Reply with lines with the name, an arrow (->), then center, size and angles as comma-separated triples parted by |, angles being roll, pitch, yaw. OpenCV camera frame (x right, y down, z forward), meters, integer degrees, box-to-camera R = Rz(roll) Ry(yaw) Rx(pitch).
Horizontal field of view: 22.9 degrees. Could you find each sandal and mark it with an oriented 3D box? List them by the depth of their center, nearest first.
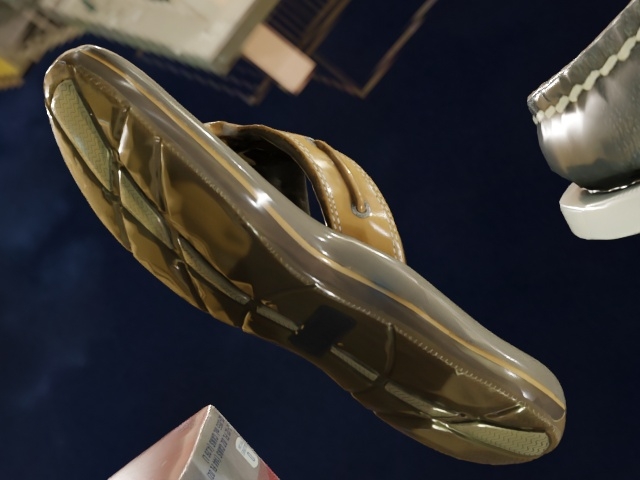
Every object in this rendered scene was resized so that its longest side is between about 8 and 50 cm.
sandal -> 0.000, 0.000, 0.554 | 0.060, 0.219, 0.090 | -61, -172, -28

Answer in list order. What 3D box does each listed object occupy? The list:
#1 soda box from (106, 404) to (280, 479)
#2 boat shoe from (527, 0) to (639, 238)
soda box -> -0.060, 0.161, 0.521 | 0.083, 0.092, 0.263 | -37, -170, 17
boat shoe -> 0.125, -0.094, 0.285 | 0.114, 0.091, 0.302 | -40, -179, -40
